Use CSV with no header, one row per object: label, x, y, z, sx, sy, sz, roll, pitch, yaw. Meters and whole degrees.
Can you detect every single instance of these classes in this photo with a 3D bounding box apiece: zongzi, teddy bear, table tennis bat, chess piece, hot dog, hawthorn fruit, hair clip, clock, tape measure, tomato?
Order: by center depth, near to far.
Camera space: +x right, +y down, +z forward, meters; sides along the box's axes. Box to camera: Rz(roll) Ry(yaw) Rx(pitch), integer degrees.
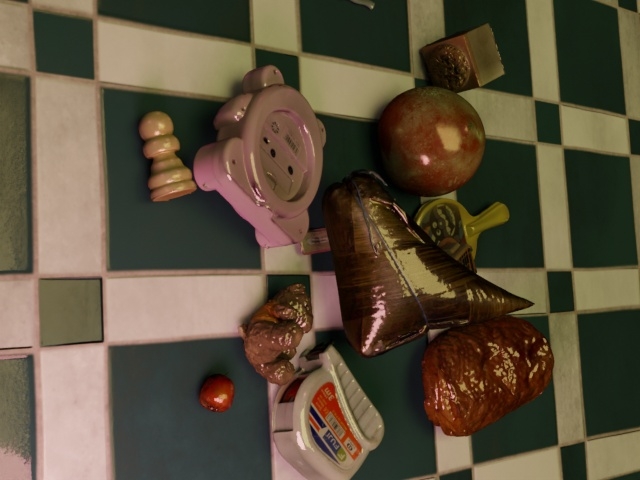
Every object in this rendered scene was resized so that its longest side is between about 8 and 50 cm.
chess piece,-0.309,-0.167,1.690,0.094,0.094,0.171,-17,88,-40
hawthorn fruit,-0.205,0.303,1.724,0.077,0.077,0.077,6,81,-39
clock,-0.106,-0.178,1.809,0.295,0.113,0.322,46,48,-40
teddy bear,-0.082,0.179,1.812,0.190,0.140,0.177,-51,158,-42
tape measure,0.005,0.380,1.853,0.246,0.125,0.243,-44,105,-37
zongzi,0.233,0.018,1.920,0.431,0.208,0.404,-12,94,-3
hair clip,-0.001,0.000,1.959,0.137,0.022,0.054,-11,91,-44
tomato,0.276,-0.243,2.092,0.270,0.222,0.271,7,79,-42
hot dog,0.400,0.338,2.159,0.387,0.174,0.267,-18,94,-30
table tennis bat,0.364,-0.017,2.245,0.368,0.054,0.224,-23,102,-35

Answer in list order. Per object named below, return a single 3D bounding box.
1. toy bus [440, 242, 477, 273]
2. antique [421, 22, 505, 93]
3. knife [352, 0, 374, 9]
toy bus,0.307,0.073,2.094,0.182,0.091,0.103,-35,115,-57
antique,0.360,-0.459,2.232,0.148,0.151,0.147,-33,107,-40
knife,0.052,-0.590,2.082,0.210,0.015,0.028,5,87,-39
